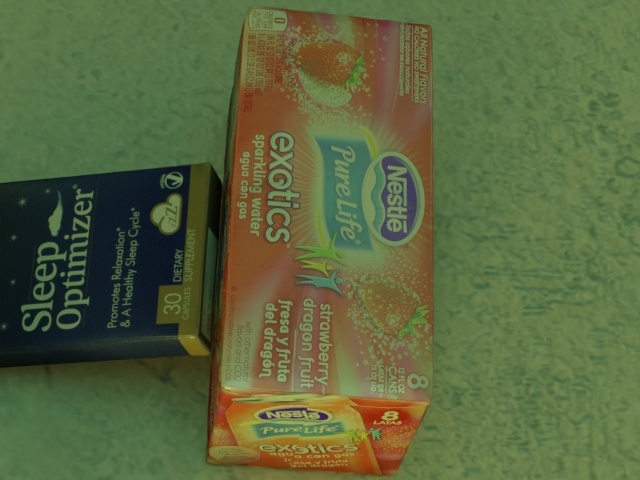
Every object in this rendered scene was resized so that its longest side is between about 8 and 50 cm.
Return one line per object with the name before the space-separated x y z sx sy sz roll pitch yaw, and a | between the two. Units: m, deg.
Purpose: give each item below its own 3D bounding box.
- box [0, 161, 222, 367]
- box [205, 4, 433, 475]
box | -0.184 0.021 1.118 0.225 0.036 0.136 -6 62 14
box | 0.000 0.000 1.132 0.142 0.154 0.300 5 62 -5
